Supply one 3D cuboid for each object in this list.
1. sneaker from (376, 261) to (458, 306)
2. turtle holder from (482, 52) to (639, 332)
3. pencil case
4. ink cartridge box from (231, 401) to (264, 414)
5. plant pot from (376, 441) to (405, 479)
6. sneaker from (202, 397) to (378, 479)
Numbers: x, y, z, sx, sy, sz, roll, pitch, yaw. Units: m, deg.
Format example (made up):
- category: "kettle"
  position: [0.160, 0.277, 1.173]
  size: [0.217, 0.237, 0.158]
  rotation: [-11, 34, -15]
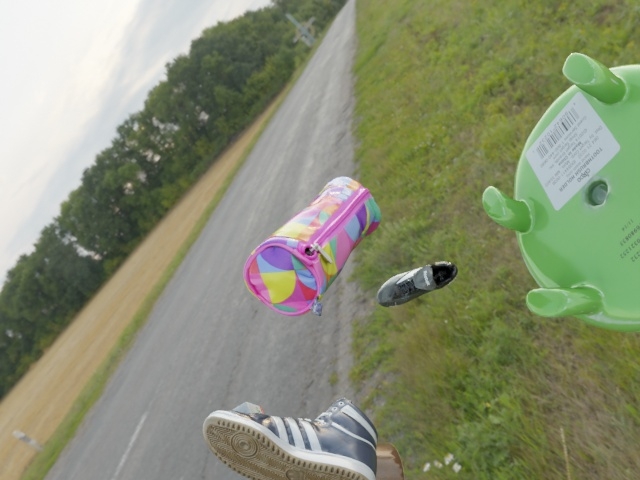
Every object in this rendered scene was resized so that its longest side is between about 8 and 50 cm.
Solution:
- category: "sneaker"
  position: [0.256, 0.107, 1.482]
  size: [0.234, 0.078, 0.106]
  rotation: [-20, -10, -5]
- category: "turtle holder"
  position: [0.336, -0.022, 0.525]
  size: [0.320, 0.227, 0.244]
  rotation: [-134, 56, -61]
- category: "pencil case"
  position: [0.000, 0.000, 0.702]
  size: [0.104, 0.104, 0.236]
  rotation: [-40, 6, 33]
- category: "ink cartridge box"
  position: [-0.148, 0.364, 1.162]
  size: [0.062, 0.115, 0.029]
  rotation: [-31, 61, 5]
- category: "plant pot"
  position: [0.056, 0.594, 1.381]
  size: [0.215, 0.230, 0.216]
  rotation: [-169, 90, -74]
- category: "sneaker"
  position: [-0.039, 0.315, 0.925]
  size: [0.153, 0.282, 0.099]
  rotation: [-58, -15, -62]
